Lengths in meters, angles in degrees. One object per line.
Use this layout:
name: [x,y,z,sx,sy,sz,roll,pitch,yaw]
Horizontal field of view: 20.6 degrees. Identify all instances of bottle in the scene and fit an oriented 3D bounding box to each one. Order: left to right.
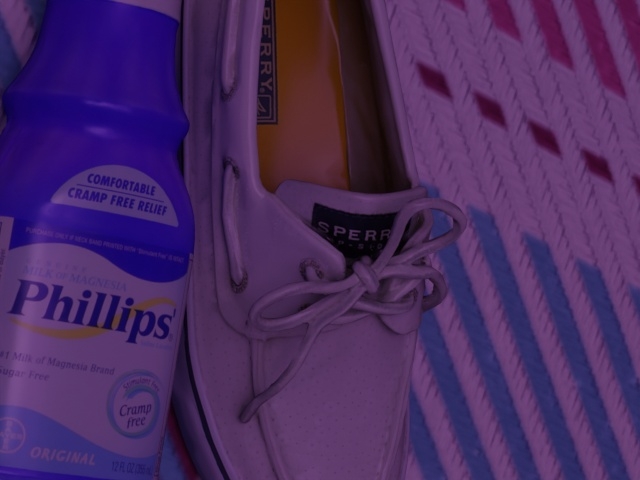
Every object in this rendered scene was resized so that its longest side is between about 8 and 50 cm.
bottle: [-0.122,0.006,0.870,0.118,0.092,0.283,13,84,-33]

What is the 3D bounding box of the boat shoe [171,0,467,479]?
boat shoe: [0.008,-0.002,0.901,0.136,0.156,0.367,-4,91,-27]
